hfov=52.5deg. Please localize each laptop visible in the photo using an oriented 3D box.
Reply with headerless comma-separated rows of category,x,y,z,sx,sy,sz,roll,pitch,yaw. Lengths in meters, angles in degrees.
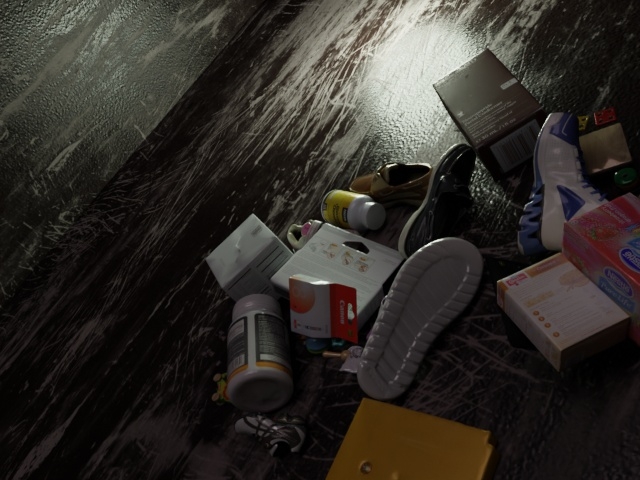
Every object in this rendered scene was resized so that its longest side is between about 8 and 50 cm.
laptop,0.486,0.095,1.250,0.234,0.264,0.136,-91,16,-47

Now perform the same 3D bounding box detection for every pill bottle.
pill bottle,0.094,-0.082,1.824,0.184,0.103,0.103,17,65,50
pill bottle,-0.155,0.277,1.632,0.162,0.162,0.278,-29,37,16

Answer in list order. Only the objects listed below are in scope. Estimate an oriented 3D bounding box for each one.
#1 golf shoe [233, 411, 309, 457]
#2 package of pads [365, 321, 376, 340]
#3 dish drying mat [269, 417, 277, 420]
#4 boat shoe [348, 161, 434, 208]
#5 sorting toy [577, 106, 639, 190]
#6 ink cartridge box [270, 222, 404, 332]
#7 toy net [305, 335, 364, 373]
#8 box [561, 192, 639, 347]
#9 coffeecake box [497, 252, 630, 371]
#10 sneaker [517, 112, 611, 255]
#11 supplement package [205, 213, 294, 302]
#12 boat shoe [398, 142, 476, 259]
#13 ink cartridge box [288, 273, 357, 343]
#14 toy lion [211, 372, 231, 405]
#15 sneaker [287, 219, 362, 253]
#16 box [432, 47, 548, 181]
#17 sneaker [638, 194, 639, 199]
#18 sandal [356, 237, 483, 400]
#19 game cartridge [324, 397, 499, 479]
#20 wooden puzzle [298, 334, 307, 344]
golf shoe,-0.124,0.449,1.491,0.198,0.077,0.094,-10,52,30
package of pads,0.151,0.224,1.517,0.083,0.032,0.050,10,62,47
dish drying mat,-0.139,0.444,1.573,0.083,0.008,0.032,-2,50,41
boat shoe,0.208,-0.166,1.793,0.324,0.120,0.122,2,54,43
sorting toy,0.639,-0.197,1.494,0.132,0.046,0.274,-19,42,28
ink cartridge box,0.049,0.087,1.667,0.275,0.060,0.239,23,54,33
toy net,0.058,0.258,1.563,0.122,0.045,0.232,-32,35,-20
box,0.577,0.070,1.134,0.154,0.142,0.300,-23,42,-8
coffeecake box,0.432,0.125,1.172,0.142,0.068,0.185,-23,43,-10
sneaker,0.552,-0.107,1.395,0.182,0.127,0.315,9,83,35
supplement package,-0.188,0.069,1.856,0.204,0.145,0.262,-44,26,-3
boat shoe,0.320,-0.093,1.611,0.113,0.127,0.340,17,66,48
ink cartridge box,0.004,0.168,1.545,0.179,0.145,0.045,13,22,39
toy lion,-0.235,0.387,1.705,0.096,0.034,0.100,-22,39,14
sneaker,0.000,0.000,1.818,0.252,0.111,0.103,-6,49,39
box,0.459,-0.346,1.738,0.191,0.143,0.381,-32,35,13
sneaker,0.695,-0.002,1.222,0.083,0.118,0.222,-37,62,32
sandal,0.208,0.164,1.460,0.416,0.169,0.102,-52,-3,-14
game cartridge,0.159,0.469,1.248,0.324,0.052,0.285,5,56,42
wooden puzzle,-0.029,0.236,1.689,0.049,0.006,0.083,-4,50,40
